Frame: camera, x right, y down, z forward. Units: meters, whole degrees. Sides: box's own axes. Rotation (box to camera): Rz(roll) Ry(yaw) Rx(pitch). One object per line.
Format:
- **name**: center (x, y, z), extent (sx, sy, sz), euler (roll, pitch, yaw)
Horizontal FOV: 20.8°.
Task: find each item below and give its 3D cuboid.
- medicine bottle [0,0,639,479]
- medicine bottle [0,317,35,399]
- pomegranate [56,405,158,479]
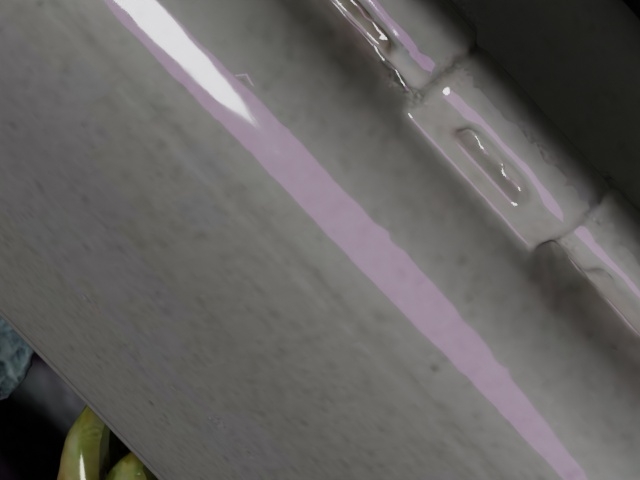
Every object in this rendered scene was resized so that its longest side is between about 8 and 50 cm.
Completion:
- **medicine bottle**: center (0.000, 0.000, 0.497), extent (0.375, 0.123, 0.282), euler (46, 152, -6)
- **medicine bottle**: center (-0.210, 0.046, 0.806), extent (0.191, 0.051, 0.051), euler (-2, 126, 41)
- **pomegranate**: center (-0.060, 0.243, 0.675), extent (0.216, 0.309, 0.359), euler (-140, 57, -59)
